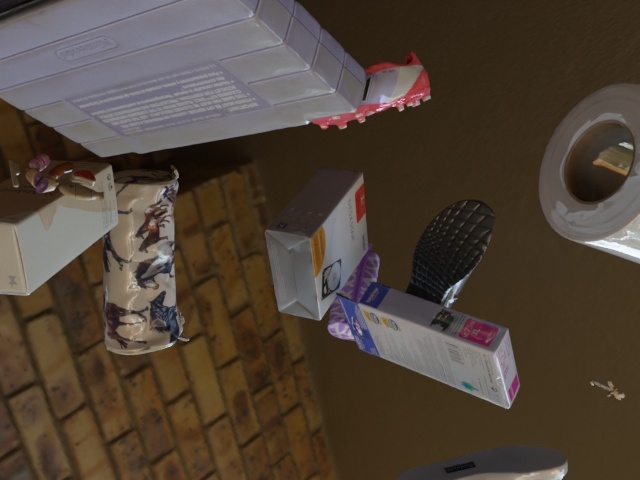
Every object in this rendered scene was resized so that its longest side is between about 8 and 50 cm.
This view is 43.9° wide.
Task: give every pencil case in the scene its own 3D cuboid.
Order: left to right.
[{"bbox_3d":[-0.393,0.039,1.770,0.159,0.183,0.411,15,-73,54],"label":"pencil case"},{"bbox_3d":[0.071,0.111,1.677,0.086,0.206,0.088,8,-33,6],"label":"pencil case"}]

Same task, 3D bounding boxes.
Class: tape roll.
[{"bbox_3d":[0.476,-0.095,1.197,0.246,0.169,0.246,-38,-136,50],"label":"tape roll"}]

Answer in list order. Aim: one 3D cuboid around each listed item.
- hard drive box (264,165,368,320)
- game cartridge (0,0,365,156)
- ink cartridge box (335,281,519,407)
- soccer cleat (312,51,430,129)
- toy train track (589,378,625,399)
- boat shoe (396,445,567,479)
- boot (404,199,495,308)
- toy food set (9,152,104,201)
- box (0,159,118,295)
[{"bbox_3d":[0.000,0.000,1.449,0.089,0.232,0.181,10,-52,23],"label":"hard drive box"},{"bbox_3d":[-0.161,-0.164,0.727,0.354,0.230,0.068,-3,-110,36],"label":"game cartridge"},{"bbox_3d":[0.185,0.173,1.385,0.311,0.065,0.186,16,-32,32],"label":"ink cartridge box"},{"bbox_3d":[0.079,-0.256,1.352,0.083,0.247,0.095,-23,-94,63],"label":"soccer cleat"},{"bbox_3d":[0.531,0.278,1.482,0.048,0.014,0.083,56,-14,-22],"label":"toy train track"},{"bbox_3d":[0.254,0.389,1.235,0.096,0.267,0.088,-121,-161,-78],"label":"boat shoe"},{"bbox_3d":[0.256,0.035,1.575,0.118,0.222,0.338,35,-59,12],"label":"boot"},{"bbox_3d":[-0.361,-0.091,1.093,0.019,0.122,0.078,-58,-139,33],"label":"toy food set"},{"bbox_3d":[-0.474,-0.031,1.323,0.147,0.311,0.121,4,-67,11],"label":"box"}]
